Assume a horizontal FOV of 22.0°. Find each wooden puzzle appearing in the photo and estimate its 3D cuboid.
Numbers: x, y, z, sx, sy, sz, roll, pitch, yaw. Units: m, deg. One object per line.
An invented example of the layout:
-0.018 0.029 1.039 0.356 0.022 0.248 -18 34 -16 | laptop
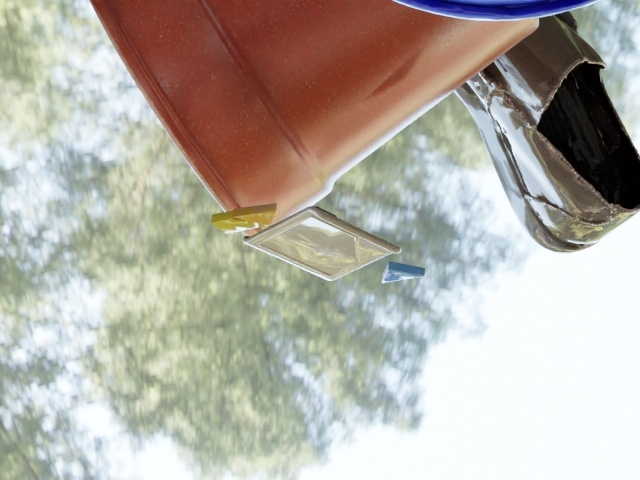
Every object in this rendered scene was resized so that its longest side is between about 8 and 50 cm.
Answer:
0.000 0.000 0.965 0.116 0.079 0.014 29 -122 -38 | wooden puzzle

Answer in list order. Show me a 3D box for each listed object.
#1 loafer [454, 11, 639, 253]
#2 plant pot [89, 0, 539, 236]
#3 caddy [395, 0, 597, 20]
0.185 -0.162 1.413 0.134 0.130 0.366 -39 -75 -28 | loafer
0.001 -0.176 1.229 0.265 0.272 0.272 -32 -109 5 | plant pot
0.109 -0.235 0.634 0.341 0.179 0.241 -30 -93 12 | caddy
